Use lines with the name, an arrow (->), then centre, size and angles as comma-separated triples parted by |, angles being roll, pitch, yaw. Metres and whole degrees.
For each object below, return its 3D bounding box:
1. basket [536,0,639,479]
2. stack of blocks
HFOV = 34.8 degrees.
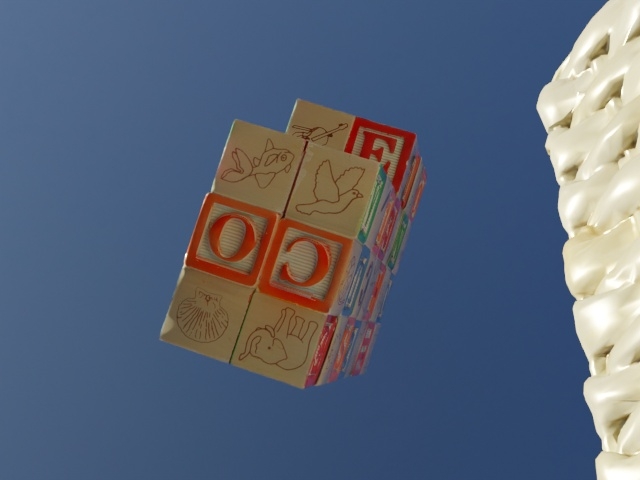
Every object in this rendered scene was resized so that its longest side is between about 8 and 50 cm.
basket -> 0.272, -0.018, 0.302 | 0.266, 0.331, 0.328 | 21, -137, -17
stack of blocks -> 0.000, 0.000, 0.688 | 0.087, 0.297, 0.171 | 18, -92, 10
